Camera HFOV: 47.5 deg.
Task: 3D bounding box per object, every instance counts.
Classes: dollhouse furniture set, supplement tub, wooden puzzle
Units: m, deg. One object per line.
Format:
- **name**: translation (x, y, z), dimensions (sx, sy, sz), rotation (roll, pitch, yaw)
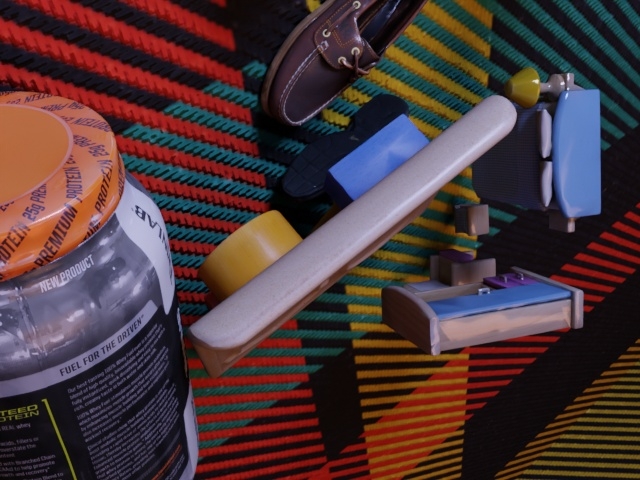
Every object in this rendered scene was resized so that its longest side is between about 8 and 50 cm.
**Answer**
- **dollhouse furniture set**: translation (0.169, -0.052, 0.897), dimensions (0.198, 0.286, 0.303), rotation (-7, 102, -18)
- **supplement tub**: translation (-0.207, 0.077, 0.541), dimensions (0.207, 0.207, 0.337), rotation (-27, 139, -30)
- **wooden puzzle**: translation (0.000, 0.000, 0.712), dimensions (0.322, 0.080, 0.348), rotation (-37, 175, -14)

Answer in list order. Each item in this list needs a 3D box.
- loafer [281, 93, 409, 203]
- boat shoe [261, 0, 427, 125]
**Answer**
- **loafer**: translation (0.032, -0.087, 0.784), dimensions (0.170, 0.062, 0.061), rotation (-36, 147, -18)
- **boat shoe**: translation (0.028, -0.189, 0.678), dimensions (0.207, 0.073, 0.073), rotation (-53, 146, 4)
